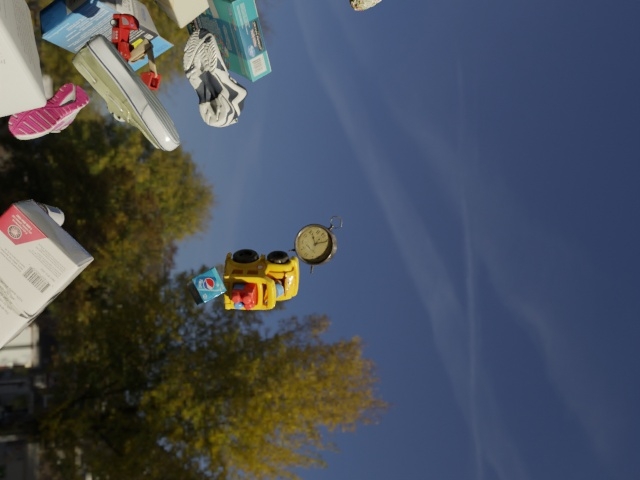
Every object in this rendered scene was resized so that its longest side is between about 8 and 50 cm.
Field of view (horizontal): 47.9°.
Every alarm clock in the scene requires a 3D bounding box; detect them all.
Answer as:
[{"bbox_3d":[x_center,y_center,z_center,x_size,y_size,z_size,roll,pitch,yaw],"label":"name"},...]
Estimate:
[{"bbox_3d":[0.000,0.000,2.261,0.129,0.064,0.192,45,-77,15],"label":"alarm clock"}]

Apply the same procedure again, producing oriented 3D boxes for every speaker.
[{"bbox_3d":[-0.647,-0.057,1.694,0.136,0.055,0.055,157,-68,-85],"label":"speaker"}]

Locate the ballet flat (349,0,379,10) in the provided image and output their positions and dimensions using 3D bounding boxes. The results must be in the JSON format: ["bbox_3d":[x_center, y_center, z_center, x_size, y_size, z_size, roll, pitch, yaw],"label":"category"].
[{"bbox_3d":[0.169,-0.706,1.947,0.241,0.077,0.091,-29,-83,27],"label":"ballet flat"}]

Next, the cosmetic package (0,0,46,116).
[{"bbox_3d":[-0.847,-0.495,1.585,0.394,0.327,0.330,88,-16,-63],"label":"cosmetic package"}]

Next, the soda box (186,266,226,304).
[{"bbox_3d":[-0.304,0.123,1.905,0.071,0.067,0.210,62,-16,-1],"label":"soda box"}]

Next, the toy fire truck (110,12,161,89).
[{"bbox_3d":[-0.482,-0.493,1.879,0.047,0.135,0.192,-12,108,-70],"label":"toy fire truck"}]

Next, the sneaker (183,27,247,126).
[{"bbox_3d":[-0.248,-0.387,1.749,0.153,0.094,0.235,-9,78,-75],"label":"sneaker"}]

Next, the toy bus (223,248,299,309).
[{"bbox_3d":[-0.177,0.131,2.060,0.211,0.220,0.150,-85,176,-66],"label":"toy bus"}]

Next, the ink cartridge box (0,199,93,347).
[{"bbox_3d":[-0.595,0.065,1.399,0.237,0.172,0.100,-44,-174,7],"label":"ink cartridge box"}]

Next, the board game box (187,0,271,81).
[{"bbox_3d":[-0.304,-0.663,2.224,0.336,0.079,0.254,34,-32,40],"label":"board game box"}]

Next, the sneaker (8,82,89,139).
[{"bbox_3d":[-0.769,-0.343,2.030,0.103,0.252,0.111,49,-42,0],"label":"sneaker"}]

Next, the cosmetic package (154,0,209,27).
[{"bbox_3d":[-0.418,-0.737,1.948,0.160,0.113,0.309,47,-9,14],"label":"cosmetic package"}]

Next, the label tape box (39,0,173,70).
[{"bbox_3d":[-0.671,-0.670,2.276,0.240,0.333,0.106,-23,-112,26],"label":"label tape box"}]

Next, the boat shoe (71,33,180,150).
[{"bbox_3d":[-0.433,-0.316,1.616,0.302,0.094,0.109,54,10,-3],"label":"boat shoe"}]
